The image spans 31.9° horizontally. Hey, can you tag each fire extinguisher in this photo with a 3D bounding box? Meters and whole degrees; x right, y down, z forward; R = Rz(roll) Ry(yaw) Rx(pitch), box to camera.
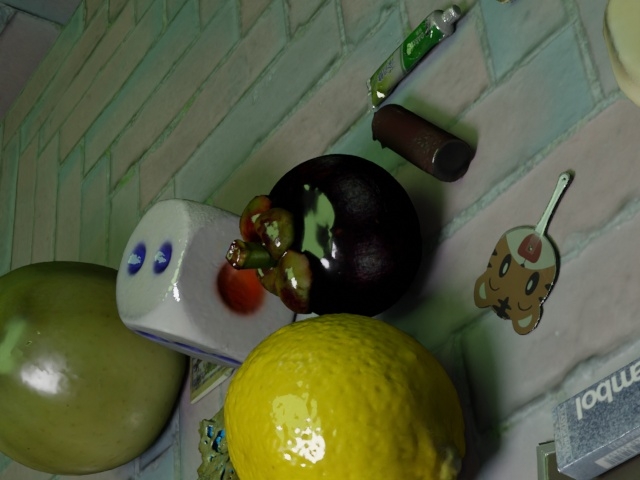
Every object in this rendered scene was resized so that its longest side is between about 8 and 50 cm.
[{"bbox_3d":[0.144,-0.159,1.794,0.268,0.072,0.089,41,146,57],"label":"fire extinguisher"}]

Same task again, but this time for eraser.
[{"bbox_3d":[0.357,0.190,1.268,0.212,0.046,0.091,-39,32,35],"label":"eraser"}]

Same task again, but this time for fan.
[{"bbox_3d":[0.288,0.010,1.531,0.152,0.008,0.226,41,110,58],"label":"fan"}]

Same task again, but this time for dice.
[{"bbox_3d":[-0.205,0.083,2.023,0.251,0.259,0.243,-3,67,55],"label":"dice"}]

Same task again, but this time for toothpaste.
[{"bbox_3d":[0.151,-0.311,1.883,0.248,0.047,0.078,-41,41,43],"label":"toothpaste"}]

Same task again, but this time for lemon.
[{"bbox_3d":[0.030,0.252,1.521,0.336,0.336,0.336,-33,48,46],"label":"lemon"}]

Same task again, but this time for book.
[{"bbox_3d":[-0.214,0.205,2.218,0.168,0.013,0.192,-42,42,41],"label":"book"}]

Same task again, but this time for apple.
[{"bbox_3d":[-0.513,0.256,2.284,0.474,0.474,0.473,-33,48,46],"label":"apple"}]

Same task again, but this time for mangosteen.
[{"bbox_3d":[0.000,0.000,1.710,0.275,0.302,0.275,39,135,55],"label":"mangosteen"}]

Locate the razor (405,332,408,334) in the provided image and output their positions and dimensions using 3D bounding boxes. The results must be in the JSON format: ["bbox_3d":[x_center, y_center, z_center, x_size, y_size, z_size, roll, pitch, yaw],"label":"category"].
[{"bbox_3d":[0.050,0.165,1.785,0.232,0.068,0.106,23,93,64],"label":"razor"}]

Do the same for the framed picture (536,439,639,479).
[{"bbox_3d":[0.327,0.343,1.290,0.197,0.014,0.252,-28,52,49],"label":"framed picture"}]

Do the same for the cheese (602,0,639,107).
[{"bbox_3d":[0.452,-0.264,1.303,0.233,0.127,0.266,-36,47,44],"label":"cheese"}]

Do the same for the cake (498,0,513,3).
[{"bbox_3d":[0.310,-0.403,1.670,0.140,0.051,0.055,-21,58,50],"label":"cake"}]

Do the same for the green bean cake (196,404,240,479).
[{"bbox_3d":[-0.141,0.401,1.743,0.202,0.285,0.309,-43,40,46],"label":"green bean cake"}]
